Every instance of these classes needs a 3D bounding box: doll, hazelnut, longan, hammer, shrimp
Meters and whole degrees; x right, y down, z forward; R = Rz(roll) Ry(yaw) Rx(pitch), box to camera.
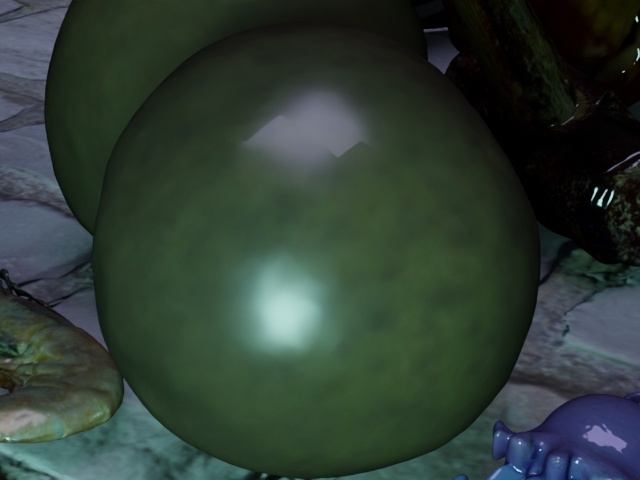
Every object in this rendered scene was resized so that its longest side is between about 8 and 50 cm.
[{"bbox_3d":[0.107,0.133,0.727,0.110,0.067,0.206,28,47,25],"label":"doll"},{"bbox_3d":[0.190,-0.222,1.265,0.217,0.251,0.217,-21,39,18],"label":"hazelnut"},{"bbox_3d":[0.000,0.000,0.822,0.248,0.248,0.248,-2,24,1],"label":"longan"},{"bbox_3d":[0.097,-0.166,1.010,0.095,0.409,0.242,-37,35,-4],"label":"hammer"},{"bbox_3d":[-0.207,0.071,0.909,0.152,0.046,0.219,-11,26,-26],"label":"shrimp"},{"bbox_3d":[-0.057,-0.102,1.033,0.258,0.258,0.258,-2,24,1],"label":"longan"}]

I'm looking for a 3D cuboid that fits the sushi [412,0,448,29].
[{"bbox_3d":[0.057,-0.299,1.409,0.339,0.320,0.069,-7,40,-14],"label":"sushi"}]
